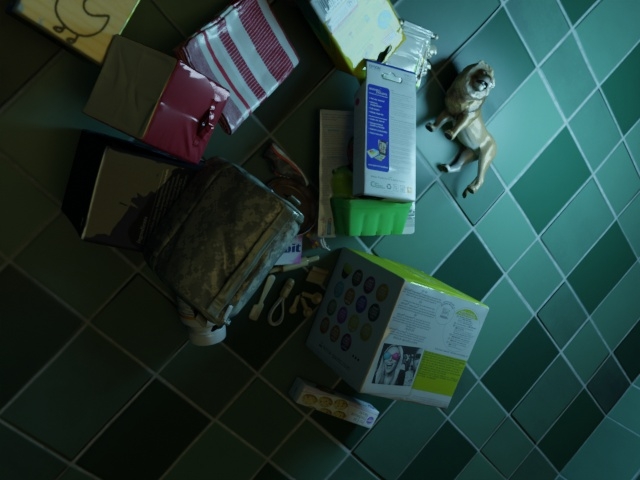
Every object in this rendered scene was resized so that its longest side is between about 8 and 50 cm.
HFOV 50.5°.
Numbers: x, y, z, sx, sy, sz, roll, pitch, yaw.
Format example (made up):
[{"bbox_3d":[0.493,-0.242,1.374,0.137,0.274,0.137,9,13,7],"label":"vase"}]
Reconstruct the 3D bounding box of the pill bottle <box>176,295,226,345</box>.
[{"bbox_3d":[-0.310,0.145,1.785,0.136,0.136,0.246,-13,111,-25],"label":"pill bottle"}]

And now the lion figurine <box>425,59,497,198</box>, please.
[{"bbox_3d":[0.464,-0.336,2.082,0.240,0.142,0.392,-44,136,-19],"label":"lion figurine"}]

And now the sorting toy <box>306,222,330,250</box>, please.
[{"bbox_3d":[0.000,0.000,1.947,0.045,0.075,0.083,-35,119,-16],"label":"sorting toy"}]

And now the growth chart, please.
[{"bbox_3d":[0.244,-0.510,1.953,0.172,0.021,0.237,21,95,-33],"label":"growth chart"}]

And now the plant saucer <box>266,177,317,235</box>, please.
[{"bbox_3d":[-0.089,-0.089,1.860,0.168,0.029,0.169,9,69,-24],"label":"plant saucer"}]

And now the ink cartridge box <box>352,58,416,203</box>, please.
[{"bbox_3d":[0.176,-0.291,1.848,0.175,0.069,0.371,6,83,-31],"label":"ink cartridge box"}]

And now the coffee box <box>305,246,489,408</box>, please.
[{"bbox_3d":[0.218,0.250,1.991,0.338,0.337,0.334,18,96,-32],"label":"coffee box"}]

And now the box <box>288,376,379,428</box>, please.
[{"bbox_3d":[0.045,0.514,2.142,0.324,0.063,0.067,29,92,-33],"label":"box"}]

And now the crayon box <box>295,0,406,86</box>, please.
[{"bbox_3d":[0.085,-0.580,1.777,0.202,0.081,0.318,-49,137,-8],"label":"crayon box"}]

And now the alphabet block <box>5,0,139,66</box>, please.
[{"bbox_3d":[-0.521,-0.504,1.431,0.197,0.193,0.192,29,92,-33],"label":"alphabet block"}]

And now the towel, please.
[{"bbox_3d":[-0.187,-0.447,1.652,0.329,0.037,0.237,-53,126,-33],"label":"towel"}]

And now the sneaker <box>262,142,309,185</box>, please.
[{"bbox_3d":[-0.098,-0.196,1.850,0.065,0.061,0.158,-43,115,7],"label":"sneaker"}]

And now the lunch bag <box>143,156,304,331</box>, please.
[{"bbox_3d":[-0.191,0.008,1.390,0.212,0.256,0.305,40,85,-32],"label":"lunch bag"}]

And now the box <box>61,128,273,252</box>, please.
[{"bbox_3d":[-0.363,-0.094,1.588,0.395,0.293,0.212,12,99,-32],"label":"box"}]

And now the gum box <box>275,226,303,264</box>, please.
[{"bbox_3d":[-0.138,0.010,1.881,0.188,0.062,0.107,-3,107,-28],"label":"gum box"}]

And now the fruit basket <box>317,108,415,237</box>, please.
[{"bbox_3d":[0.131,-0.188,1.941,0.327,0.165,0.353,-3,92,-29],"label":"fruit basket"}]

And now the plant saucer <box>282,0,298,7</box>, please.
[{"bbox_3d":[-0.024,-0.749,1.713,0.310,0.050,0.311,-8,108,-26],"label":"plant saucer"}]

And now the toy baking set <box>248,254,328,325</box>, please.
[{"bbox_3d":[-0.088,0.147,1.972,0.256,0.030,0.197,-10,110,-26],"label":"toy baking set"}]

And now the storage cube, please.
[{"bbox_3d":[-0.344,-0.296,1.439,0.184,0.215,0.193,-64,154,3],"label":"storage cube"}]
